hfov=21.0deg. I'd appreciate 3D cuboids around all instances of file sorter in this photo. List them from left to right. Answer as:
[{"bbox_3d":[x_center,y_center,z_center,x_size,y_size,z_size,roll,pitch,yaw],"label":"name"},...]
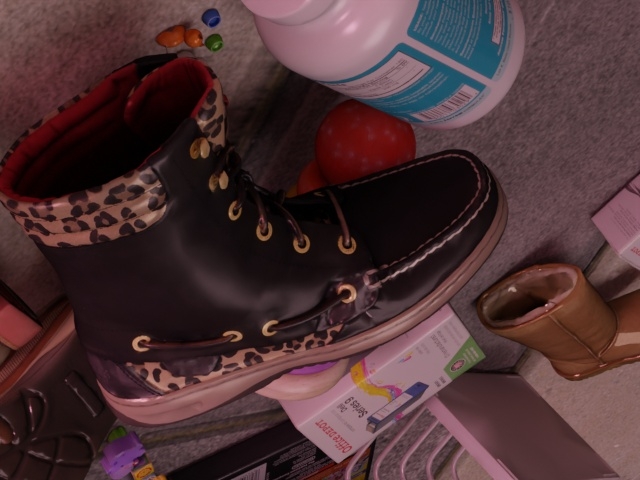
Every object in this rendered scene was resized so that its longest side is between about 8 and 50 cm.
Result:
[{"bbox_3d":[0.194,0.287,2.114,0.173,0.193,0.277,-53,151,19],"label":"file sorter"}]

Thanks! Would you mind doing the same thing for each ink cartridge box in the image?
[{"bbox_3d":[0.059,0.134,1.898,0.212,0.093,0.154,-34,151,2],"label":"ink cartridge box"},{"bbox_3d":[0.405,-0.041,2.025,0.150,0.063,0.109,-43,150,14],"label":"ink cartridge box"}]

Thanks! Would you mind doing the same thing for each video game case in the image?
[{"bbox_3d":[-0.058,0.300,2.075,0.275,0.035,0.248,-23,148,-22],"label":"video game case"}]

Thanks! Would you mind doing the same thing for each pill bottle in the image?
[{"bbox_3d":[0.044,-0.185,1.373,0.146,0.146,0.264,-45,149,17],"label":"pill bottle"}]

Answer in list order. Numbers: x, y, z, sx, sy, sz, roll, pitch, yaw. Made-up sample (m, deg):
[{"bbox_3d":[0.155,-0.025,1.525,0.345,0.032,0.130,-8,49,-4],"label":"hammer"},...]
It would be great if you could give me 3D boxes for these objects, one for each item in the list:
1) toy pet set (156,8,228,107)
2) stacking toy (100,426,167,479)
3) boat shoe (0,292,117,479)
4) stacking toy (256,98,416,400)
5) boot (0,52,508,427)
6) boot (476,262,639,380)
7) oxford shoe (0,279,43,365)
[{"bbox_3d":[-0.114,-0.107,1.406,0.114,0.065,0.122,-27,149,-15],"label":"toy pet set"},{"bbox_3d":[-0.191,0.232,1.708,0.052,0.167,0.221,-30,151,-11],"label":"stacking toy"},{"bbox_3d":[-0.257,0.156,1.493,0.324,0.120,0.122,-47,118,-31],"label":"boat shoe"},{"bbox_3d":[0.000,0.000,1.594,0.141,0.141,0.330,-15,145,-31],"label":"stacking toy"},{"bbox_3d":[-0.051,-0.027,1.366,0.377,0.138,0.284,-24,135,2],"label":"boot"},{"bbox_3d":[0.341,0.083,2.090,0.236,0.089,0.269,-31,151,14],"label":"boot"},{"bbox_3d":[-0.340,0.049,1.322,0.130,0.123,0.348,-48,150,-1],"label":"oxford shoe"}]
